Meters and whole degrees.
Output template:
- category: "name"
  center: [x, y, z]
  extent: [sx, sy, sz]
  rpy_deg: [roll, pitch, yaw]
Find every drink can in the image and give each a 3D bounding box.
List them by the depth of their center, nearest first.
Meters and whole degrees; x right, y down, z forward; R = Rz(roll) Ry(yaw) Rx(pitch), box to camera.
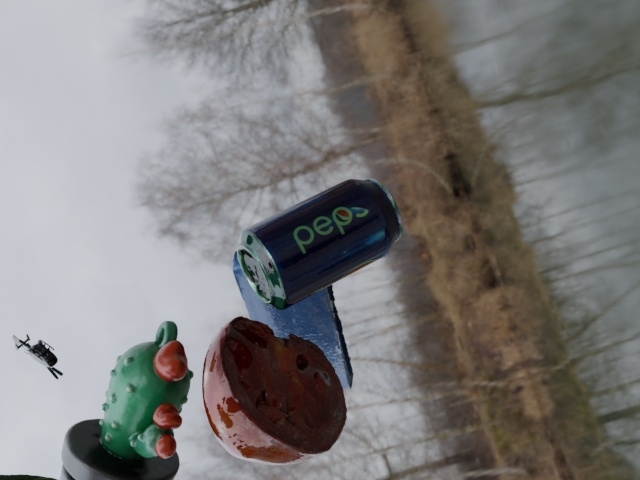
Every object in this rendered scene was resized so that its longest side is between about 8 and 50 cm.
- category: "drink can"
  center: [0.000, 0.000, 1.180]
  extent: [0.118, 0.205, 0.118]
  rpy_deg: [50, 157, 30]

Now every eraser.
- category: "eraser"
  center: [-0.038, 0.136, 1.463]
  extent: [0.042, 0.144, 0.312]
  rpy_deg: [-78, -18, -44]

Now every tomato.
- category: "tomato"
  center: [-0.084, 0.228, 1.281]
  extent: [0.233, 0.139, 0.200]
  rpy_deg: [30, -145, -28]

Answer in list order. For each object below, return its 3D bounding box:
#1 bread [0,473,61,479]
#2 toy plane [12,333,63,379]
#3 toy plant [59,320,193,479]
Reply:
- category: "bread"
  center: [-0.196, 0.260, 0.581]
  extent: [0.228, 0.033, 0.228]
  rpy_deg: [23, -136, -24]
- category: "toy plane"
  center: [-0.498, 0.196, 1.590]
  extent: [0.121, 0.031, 0.049]
  rpy_deg: [29, 141, 21]
- category: "toy plant"
  center: [-0.302, 0.309, 1.430]
  extent: [0.279, 0.185, 0.400]
  rpy_deg: [-61, -9, -76]
